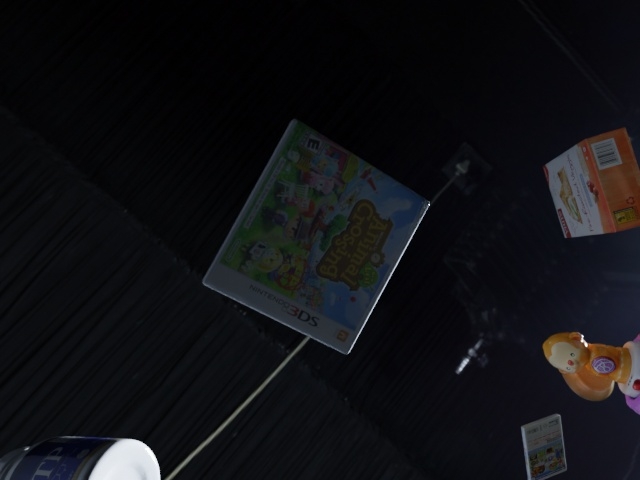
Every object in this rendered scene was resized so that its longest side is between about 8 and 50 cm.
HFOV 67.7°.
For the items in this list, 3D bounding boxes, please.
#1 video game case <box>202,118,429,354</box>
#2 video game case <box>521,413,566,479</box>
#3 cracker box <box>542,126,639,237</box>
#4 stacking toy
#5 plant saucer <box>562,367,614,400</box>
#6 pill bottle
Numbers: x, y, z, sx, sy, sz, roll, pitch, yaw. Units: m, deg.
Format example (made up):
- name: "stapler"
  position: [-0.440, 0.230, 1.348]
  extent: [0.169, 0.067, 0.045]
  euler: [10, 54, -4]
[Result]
- name: "video game case"
  position: [0.000, 0.000, 0.556]
  extent: [0.194, 0.212, 0.023]
  euler: [29, -2, -15]
- name: "video game case"
  position: [0.445, 0.414, 0.948]
  extent: [0.011, 0.087, 0.121]
  euler: [-164, -117, -73]
- name: "cracker box"
  position: [0.480, -0.090, 0.846]
  extent: [0.232, 0.067, 0.155]
  euler: [13, 61, -79]
- name: "stacking toy"
  position: [0.431, 0.163, 0.574]
  extent: [0.302, 0.165, 0.175]
  euler: [10, -57, 17]
- name: "plant saucer"
  position: [0.384, 0.184, 0.679]
  extent: [0.083, 0.083, 0.015]
  euler: [39, -29, 11]
- name: "pill bottle"
  position: [-0.292, 0.286, 0.549]
  extent: [0.187, 0.111, 0.112]
  euler: [-10, -38, 25]
